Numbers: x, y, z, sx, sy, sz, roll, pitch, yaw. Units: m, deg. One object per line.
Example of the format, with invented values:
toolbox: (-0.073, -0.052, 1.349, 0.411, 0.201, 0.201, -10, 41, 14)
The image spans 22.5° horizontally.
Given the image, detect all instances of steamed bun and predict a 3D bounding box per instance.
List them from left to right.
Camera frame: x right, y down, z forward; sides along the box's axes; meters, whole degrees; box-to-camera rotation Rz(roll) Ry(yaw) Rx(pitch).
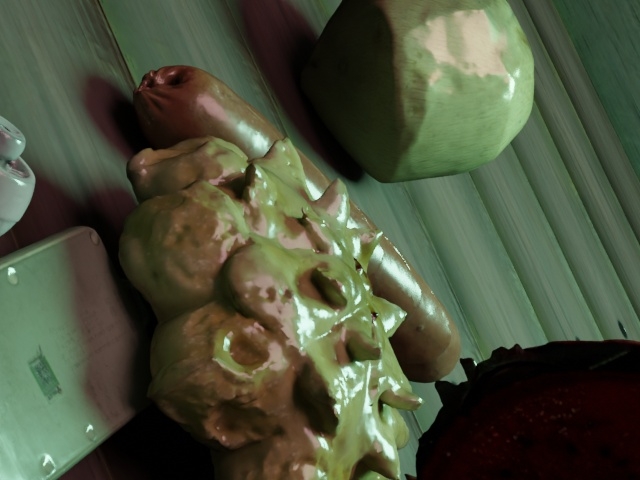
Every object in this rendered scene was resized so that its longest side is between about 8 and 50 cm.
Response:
steamed bun: (-0.014, 0.063, 1.027, 0.295, 0.137, 0.292, 18, 52, -79)

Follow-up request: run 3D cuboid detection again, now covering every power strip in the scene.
power strip: (-0.162, 0.070, 0.858, 0.118, 0.046, 0.270, 65, 19, -4)

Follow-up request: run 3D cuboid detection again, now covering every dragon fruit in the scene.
dragon fruit: (0.221, 0.170, 1.214, 0.282, 0.343, 0.100, 56, 28, -19)

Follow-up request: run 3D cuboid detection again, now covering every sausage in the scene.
sausage: (0.001, 0.002, 1.271, 0.433, 0.088, 0.088, 44, 28, -41)

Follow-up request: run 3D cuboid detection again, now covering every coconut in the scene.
coconut: (0.088, -0.161, 1.535, 0.224, 0.224, 0.224, 49, 25, -32)

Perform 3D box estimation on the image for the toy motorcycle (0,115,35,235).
toy motorcycle: (-0.244, -0.069, 0.790, 0.254, 0.112, 0.112, 29, 39, -54)
